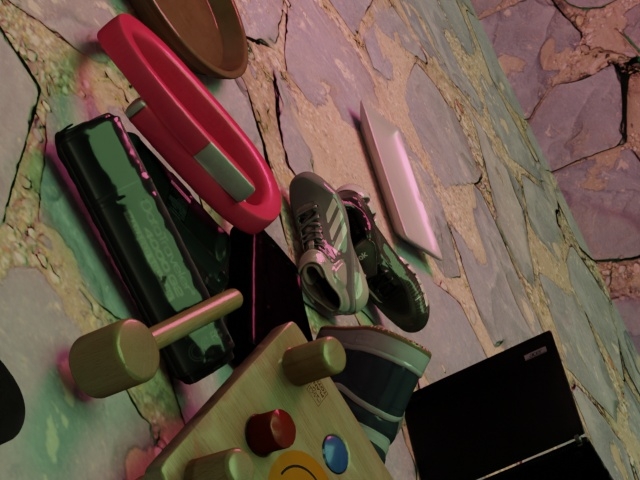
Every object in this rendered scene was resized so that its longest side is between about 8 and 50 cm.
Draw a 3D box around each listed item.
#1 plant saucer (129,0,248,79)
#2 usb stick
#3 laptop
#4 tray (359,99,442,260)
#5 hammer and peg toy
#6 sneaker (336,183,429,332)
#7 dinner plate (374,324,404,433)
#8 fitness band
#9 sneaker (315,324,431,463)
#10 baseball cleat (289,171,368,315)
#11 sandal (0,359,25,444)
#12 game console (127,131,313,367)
[{"bbox_3d":[-0.186,-0.326,1.695,0.278,0.041,0.277,49,24,-31],"label":"plant saucer"},{"bbox_3d":[-0.170,0.007,1.281,0.077,0.045,0.278,-30,96,-37],"label":"usb stick"},{"bbox_3d":[0.264,0.299,1.736,0.264,0.234,0.136,57,22,-15],"label":"laptop"},{"bbox_3d":[0.125,-0.095,2.181,0.145,0.030,0.270,29,39,-56],"label":"tray"},{"bbox_3d":[-0.047,0.189,1.186,0.361,0.127,0.266,59,37,-11],"label":"hammer and peg toy"},{"bbox_3d":[0.068,0.031,1.827,0.234,0.078,0.106,61,23,4],"label":"sneaker"},{"bbox_3d":[0.073,0.176,1.629,0.141,0.017,0.141,176,-90,-73],"label":"dinner plate"},{"bbox_3d":[-0.145,-0.128,1.469,0.291,0.054,0.209,49,10,-21],"label":"fitness band"},{"bbox_3d":[0.029,0.182,1.476,0.099,0.153,0.282,26,-12,-10],"label":"sneaker"},{"bbox_3d":[0.000,0.000,1.702,0.109,0.072,0.205,0,61,-60],"label":"baseball cleat"},{"bbox_3d":[-0.294,0.044,0.953,0.254,0.054,0.097,52,23,-27],"label":"sandal"},{"bbox_3d":[-0.118,0.016,1.439,0.361,0.044,0.213,50,22,-33],"label":"game console"}]
